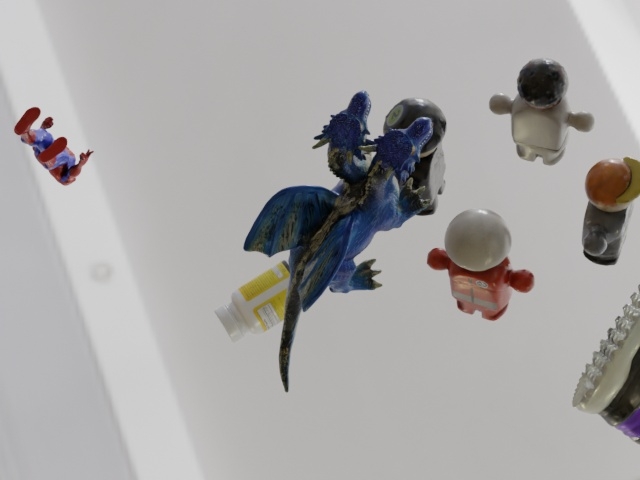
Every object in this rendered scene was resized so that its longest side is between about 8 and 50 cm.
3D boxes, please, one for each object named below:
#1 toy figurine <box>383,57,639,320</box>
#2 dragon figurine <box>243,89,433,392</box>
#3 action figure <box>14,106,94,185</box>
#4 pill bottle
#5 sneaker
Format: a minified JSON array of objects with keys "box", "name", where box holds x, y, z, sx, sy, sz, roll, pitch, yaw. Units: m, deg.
[{"box":[0.179,-0.056,1.268,0.148,0.209,0.213,74,-7,-58],"name":"toy figurine"},{"box":[0.000,0.000,1.089,0.085,0.144,0.289,45,-67,19],"name":"dragon figurine"},{"box":[-0.162,-0.055,0.828,0.038,0.030,0.115,43,-9,0],"name":"action figure"},{"box":[-0.071,0.077,1.680,0.065,0.116,0.065,58,-7,12],"name":"pill bottle"},{"box":[0.350,0.055,1.141,0.146,0.102,0.293,34,-84,5],"name":"sneaker"}]
